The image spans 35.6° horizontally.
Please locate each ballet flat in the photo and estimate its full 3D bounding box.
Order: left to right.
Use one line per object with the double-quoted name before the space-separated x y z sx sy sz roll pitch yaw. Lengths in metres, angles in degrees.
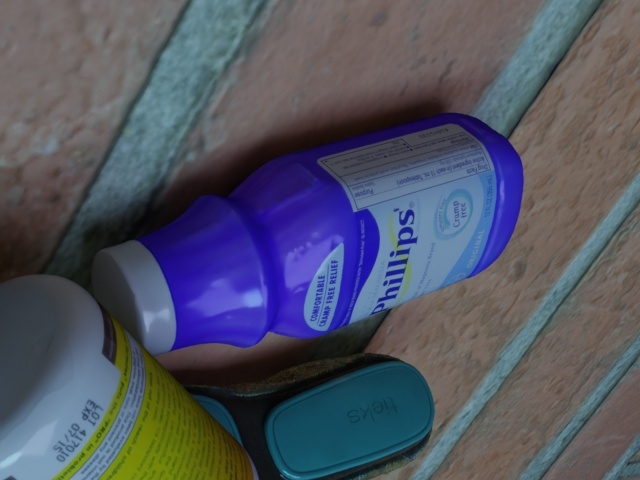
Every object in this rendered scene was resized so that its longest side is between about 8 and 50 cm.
"ballet flat" -0.069 0.157 0.714 0.348 0.123 0.123 -8 131 -38

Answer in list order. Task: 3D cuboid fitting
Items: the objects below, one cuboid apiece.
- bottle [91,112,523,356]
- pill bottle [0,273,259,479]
"bottle" 0.000 0.000 0.623 0.282 0.092 0.118 -18 134 -33
"pill bottle" -0.109 0.123 0.520 0.117 0.117 0.215 -40 130 -6
